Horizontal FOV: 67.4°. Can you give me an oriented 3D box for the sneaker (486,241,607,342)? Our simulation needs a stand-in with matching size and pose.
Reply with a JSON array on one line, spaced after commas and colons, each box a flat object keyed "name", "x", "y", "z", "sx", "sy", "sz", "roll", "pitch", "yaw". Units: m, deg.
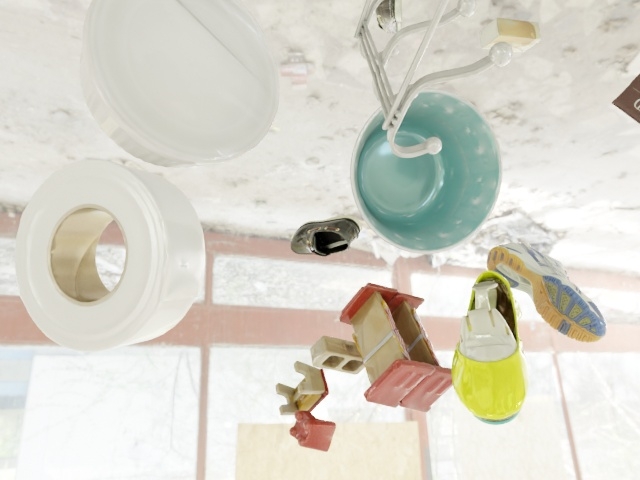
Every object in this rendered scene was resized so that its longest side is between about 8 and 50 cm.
[{"name": "sneaker", "x": 0.518, "y": 0.094, "z": 1.064, "sx": 0.131, "sy": 0.296, "sz": 0.112, "roll": -15, "pitch": 136, "yaw": -28}]

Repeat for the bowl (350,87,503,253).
[{"name": "bowl", "x": 0.187, "y": -0.137, "z": 0.978, "sx": 0.311, "sy": 0.312, "sz": 0.163, "roll": 3, "pitch": -174, "yaw": -14}]

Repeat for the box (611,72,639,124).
[{"name": "box", "x": 0.563, "y": -0.200, "z": 0.640, "sx": 0.167, "sy": 0.168, "sz": 0.203, "roll": 17, "pitch": 126, "yaw": -27}]

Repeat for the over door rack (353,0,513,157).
[{"name": "over door rack", "x": 0.118, "y": -0.280, "z": 0.474, "sx": 0.108, "sy": 0.239, "sz": 0.324, "roll": -1, "pitch": 137, "yaw": -8}]

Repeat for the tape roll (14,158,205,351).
[{"name": "tape roll", "x": -0.323, "y": 0.023, "z": 0.740, "sx": 0.286, "sy": 0.286, "sz": 0.100, "roll": -9, "pitch": 174, "yaw": 17}]

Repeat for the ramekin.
[{"name": "ramekin", "x": -0.201, "y": -0.227, "z": 0.675, "sx": 0.273, "sy": 0.273, "sz": 0.127, "roll": 14, "pitch": 165, "yaw": -38}]

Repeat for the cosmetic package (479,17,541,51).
[{"name": "cosmetic package", "x": 0.408, "y": -0.441, "z": 1.032, "sx": 0.115, "sy": 0.041, "sz": 0.060, "roll": -5, "pitch": 174, "yaw": -19}]

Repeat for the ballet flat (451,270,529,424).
[{"name": "ballet flat", "x": 0.184, "y": 0.099, "z": 0.529, "sx": 0.077, "sy": 0.077, "sz": 0.231, "roll": -9, "pitch": -164, "yaw": 25}]

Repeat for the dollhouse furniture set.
[{"name": "dollhouse furniture set", "x": 0.075, "y": 0.283, "z": 0.953, "sx": 0.152, "sy": 0.201, "sz": 0.374, "roll": 20, "pitch": 123, "yaw": -29}]

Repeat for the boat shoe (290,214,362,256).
[{"name": "boat shoe", "x": -0.001, "y": -0.001, "z": 0.686, "sx": 0.133, "sy": 0.042, "sz": 0.049, "roll": -14, "pitch": 120, "yaw": 45}]

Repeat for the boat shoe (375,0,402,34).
[{"name": "boat shoe", "x": 0.186, "y": -0.607, "z": 1.295, "sx": 0.068, "sy": 0.081, "sz": 0.228, "roll": 1, "pitch": -171, "yaw": 10}]
